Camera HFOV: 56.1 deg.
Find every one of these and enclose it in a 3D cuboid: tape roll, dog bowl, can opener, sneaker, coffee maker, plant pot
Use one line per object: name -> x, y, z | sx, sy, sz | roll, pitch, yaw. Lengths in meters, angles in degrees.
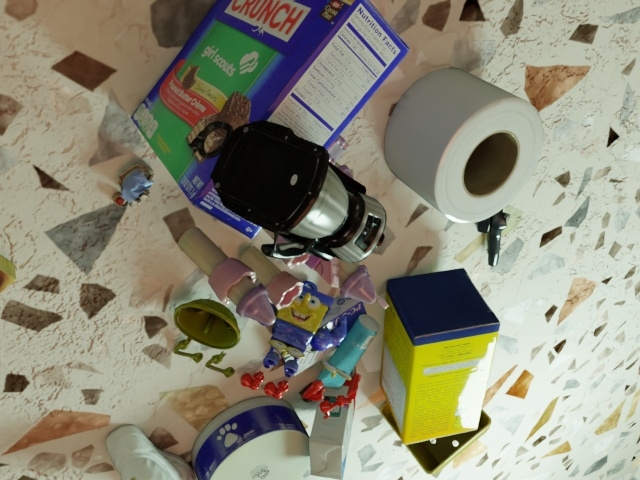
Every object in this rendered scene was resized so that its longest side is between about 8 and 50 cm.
tape roll -> 0.264, -0.176, 1.119 | 0.246, 0.169, 0.246 | -16, 128, -22
dog bowl -> -0.153, 0.490, 1.369 | 0.264, 0.104, 0.265 | -16, 129, -22
can opener -> 0.408, -0.015, 1.413 | 0.186, 0.073, 0.059 | 72, 35, -44
sneaker -> -0.327, 0.517, 1.235 | 0.108, 0.169, 0.293 | -37, 135, -7
coffee maker -> -0.026, -0.058, 0.680 | 0.120, 0.171, 0.178 | -42, 151, 10
plant pot -> 0.320, 0.492, 1.617 | 0.212, 0.212, 0.187 | -39, 145, -3

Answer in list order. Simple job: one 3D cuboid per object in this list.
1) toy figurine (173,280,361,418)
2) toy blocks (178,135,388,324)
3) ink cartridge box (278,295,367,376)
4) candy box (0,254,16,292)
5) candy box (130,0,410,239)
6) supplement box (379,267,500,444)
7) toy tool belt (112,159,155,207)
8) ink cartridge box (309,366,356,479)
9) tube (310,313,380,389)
toy figurine -> -0.080, 0.162, 1.175 | 0.362, 0.217, 0.191 | 23, 139, 0
toy blocks -> 0.000, 0.000, 0.952 | 0.309, 0.260, 0.288 | -50, 161, 6
ink cartridge box -> 0.005, 0.201, 1.305 | 0.207, 0.046, 0.097 | -32, 134, -10
candy box -> -0.538, 0.029, 0.834 | 0.109, 0.053, 0.187 | -40, 132, -1
candy box -> -0.084, -0.209, 0.807 | 0.317, 0.268, 0.122 | -50, 136, 7
supplement box -> 0.262, 0.269, 1.390 | 0.195, 0.194, 0.357 | -8, 127, -10
toy tool belt -> -0.285, -0.079, 0.918 | 0.083, 0.051, 0.052 | -49, 133, 7
ink cartridge box -> 0.033, 0.415, 1.402 | 0.077, 0.231, 0.134 | 5, 126, 9
tube -> 0.058, 0.255, 1.318 | 0.080, 0.052, 0.207 | 18, 117, -26
